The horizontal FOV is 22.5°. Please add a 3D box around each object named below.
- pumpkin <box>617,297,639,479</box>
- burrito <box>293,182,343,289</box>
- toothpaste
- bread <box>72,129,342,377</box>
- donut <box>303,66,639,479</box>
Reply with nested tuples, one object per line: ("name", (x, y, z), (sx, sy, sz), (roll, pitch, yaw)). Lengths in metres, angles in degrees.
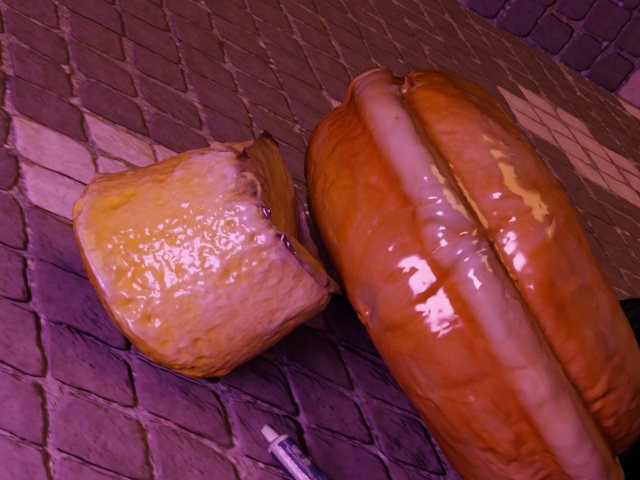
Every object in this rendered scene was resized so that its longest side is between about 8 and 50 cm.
("pumpkin", (0.369, 0.152, 1.599), (0.248, 0.248, 0.248), (31, 21, -13))
("burrito", (0.001, 0.000, 1.613), (0.309, 0.066, 0.096), (29, 27, -18))
("toothpaste", (0.000, 0.195, 1.251), (0.140, 0.021, 0.037), (46, 29, 20))
("bread", (-0.092, 0.009, 1.278), (0.197, 0.171, 0.197), (58, 11, -18))
("donut", (0.135, 0.039, 1.400), (0.448, 0.198, 0.449), (59, 4, -6))
